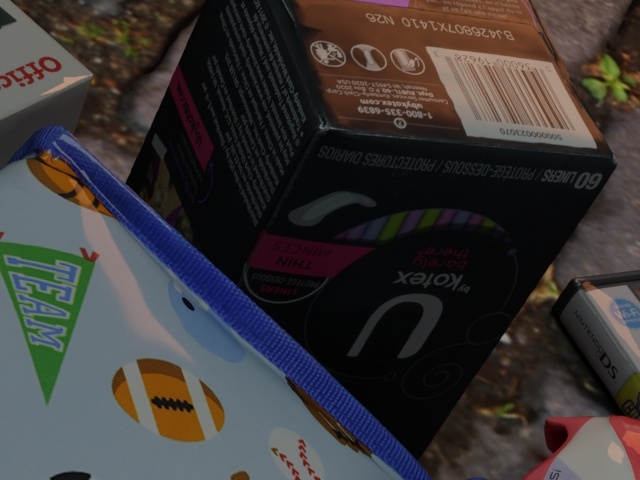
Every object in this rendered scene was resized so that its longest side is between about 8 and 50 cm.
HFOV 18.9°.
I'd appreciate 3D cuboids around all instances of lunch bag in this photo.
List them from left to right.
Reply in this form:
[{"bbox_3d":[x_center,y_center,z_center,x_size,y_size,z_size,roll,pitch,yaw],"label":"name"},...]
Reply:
[{"bbox_3d":[-0.080,0.196,0.753,0.385,0.239,0.328,45,38,-6],"label":"lunch bag"}]

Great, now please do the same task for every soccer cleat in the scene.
[{"bbox_3d":[0.124,0.179,1.020,0.095,0.083,0.248,10,37,25],"label":"soccer cleat"}]

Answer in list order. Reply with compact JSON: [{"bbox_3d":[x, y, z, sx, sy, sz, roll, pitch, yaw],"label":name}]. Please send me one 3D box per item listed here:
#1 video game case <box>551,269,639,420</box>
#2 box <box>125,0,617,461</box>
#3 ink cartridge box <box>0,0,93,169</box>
[{"bbox_3d":[0.316,0.112,1.227,0.275,0.035,0.248,-5,50,-35],"label":"video game case"},{"bbox_3d":[0.000,0.000,0.971,0.165,0.270,0.143,4,45,-27],"label":"box"},{"bbox_3d":[-0.254,-0.103,1.078,0.208,0.087,0.153,41,41,14],"label":"ink cartridge box"}]
